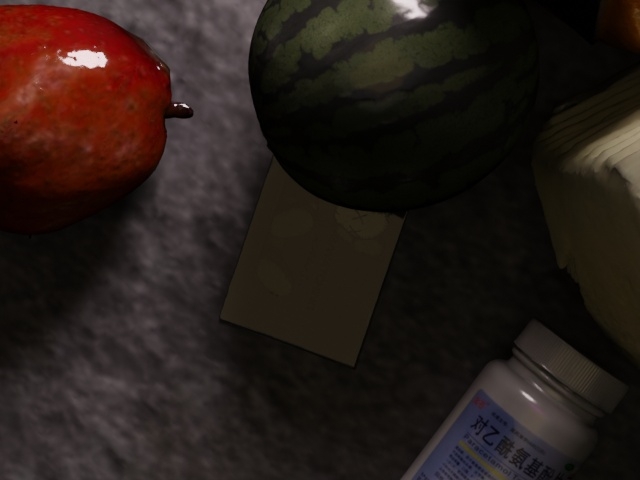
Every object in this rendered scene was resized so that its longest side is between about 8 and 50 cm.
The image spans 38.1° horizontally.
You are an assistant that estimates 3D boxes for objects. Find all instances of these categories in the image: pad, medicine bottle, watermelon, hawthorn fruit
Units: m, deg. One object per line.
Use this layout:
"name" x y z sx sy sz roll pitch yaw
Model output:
"pad" 0.000 0.000 0.790 0.127 0.004 0.190 19 94 9
"medicine bottle" 0.146 0.159 0.718 0.103 0.103 0.187 37 97 7
"watermelon" 0.053 -0.123 0.677 0.212 0.212 0.212 0 91 9
"hawthorn fruit" -0.204 -0.100 0.746 0.202 0.185 0.185 -7 90 -8

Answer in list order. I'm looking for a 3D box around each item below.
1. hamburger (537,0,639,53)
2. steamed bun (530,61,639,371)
"hamburger" 0.202 -0.278 0.615 0.225 0.291 0.291 -45 84 6
"steamed bun" 0.322 -0.005 0.634 0.290 0.273 0.272 -31 102 12
